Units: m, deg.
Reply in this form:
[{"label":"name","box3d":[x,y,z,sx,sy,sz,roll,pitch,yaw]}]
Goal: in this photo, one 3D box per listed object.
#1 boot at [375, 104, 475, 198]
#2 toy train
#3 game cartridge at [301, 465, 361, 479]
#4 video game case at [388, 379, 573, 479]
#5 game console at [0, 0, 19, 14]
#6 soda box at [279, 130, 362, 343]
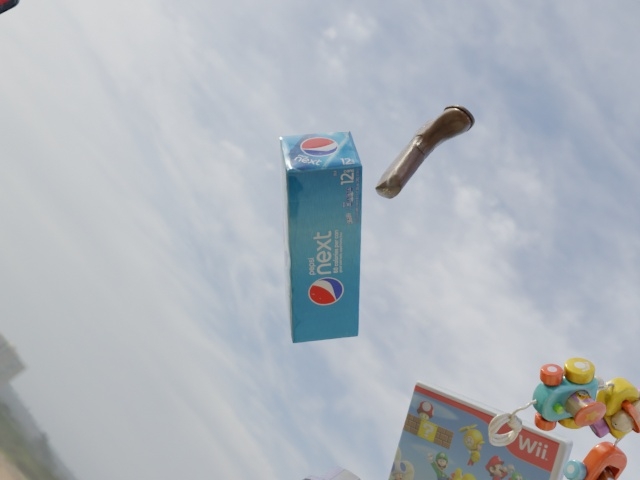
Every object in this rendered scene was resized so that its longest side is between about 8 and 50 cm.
[{"label":"boot","box3d":[0.112,-0.094,1.010,0.037,0.114,0.106,45,-20,-7]},{"label":"toy train","box3d":[0.225,0.169,0.771,0.166,0.125,0.046,31,10,-33]},{"label":"game cartridge","box3d":[-0.077,0.436,1.117,0.068,0.355,0.230,16,-72,30]},{"label":"video game case","box3d":[0.169,0.339,1.107,0.204,0.285,0.025,19,6,32]},{"label":"game console","box3d":[-0.283,-0.126,0.586,0.144,0.124,0.085,22,-48,15]},{"label":"soda box","box3d":[0.000,0.000,0.898,0.067,0.071,0.210,-104,-169,-53]}]
